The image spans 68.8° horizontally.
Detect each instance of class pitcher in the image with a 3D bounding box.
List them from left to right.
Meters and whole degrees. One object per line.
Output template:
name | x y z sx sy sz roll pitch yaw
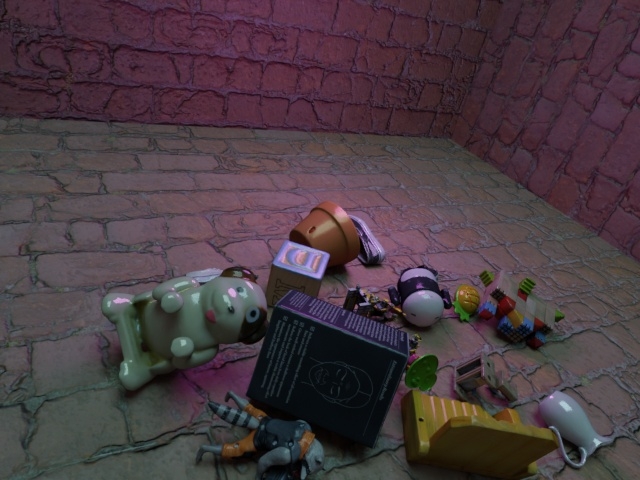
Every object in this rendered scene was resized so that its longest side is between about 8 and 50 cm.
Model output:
pitcher | 0.814 0.619 1.542 0.177 0.125 0.207 -26 60 -27

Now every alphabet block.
alphabet block | -0.090 0.147 1.808 0.193 0.197 0.192 18 31 5

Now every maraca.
maraca | 0.626 0.267 2.019 0.127 0.099 0.186 46 50 -4

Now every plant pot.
plant pot | 0.000 0.000 2.027 0.203 0.291 0.291 -28 50 -27

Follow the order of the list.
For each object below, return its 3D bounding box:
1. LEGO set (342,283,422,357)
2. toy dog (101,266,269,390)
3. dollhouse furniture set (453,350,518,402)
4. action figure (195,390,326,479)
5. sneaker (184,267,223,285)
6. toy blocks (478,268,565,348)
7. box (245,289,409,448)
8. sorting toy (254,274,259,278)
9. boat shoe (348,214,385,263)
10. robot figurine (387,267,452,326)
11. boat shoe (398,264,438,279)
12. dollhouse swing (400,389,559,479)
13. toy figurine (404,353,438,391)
LEGO set | 0.223 0.292 1.715 0.254 0.192 0.331 2 34 -20
toy dog | -0.350 0.242 1.376 0.395 0.407 0.285 24 49 -66
dollhouse furniture set | 0.572 0.512 1.623 0.183 0.129 0.129 44 32 -9
action figure | -0.148 0.540 1.195 0.330 0.179 0.341 10 27 11
sneaker | -0.390 0.143 1.782 0.258 0.094 0.091 0 39 -22
toy blocks | 0.827 0.306 1.963 0.381 0.191 0.261 37 41 3
box | 0.028 0.363 1.379 0.395 0.294 0.212 20 10 8
sorting toy | -0.283 0.155 1.886 0.083 0.012 0.062 -6 32 -25
boat shoe | 0.175 -0.014 2.242 0.119 0.121 0.335 -5 39 -37
robot figurine | 0.407 0.229 1.922 0.173 0.209 0.278 50 20 -26
boat shoe | 0.461 0.148 2.154 0.228 0.076 0.080 -4 36 -27
dollhouse swing | 0.454 0.512 1.367 0.346 0.305 0.315 12 32 -4
toy figurine | 0.285 0.384 1.510 0.130 0.173 0.159 -40 39 -7
